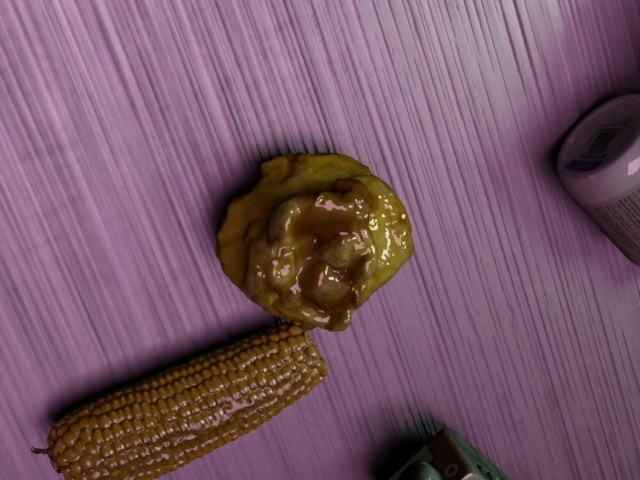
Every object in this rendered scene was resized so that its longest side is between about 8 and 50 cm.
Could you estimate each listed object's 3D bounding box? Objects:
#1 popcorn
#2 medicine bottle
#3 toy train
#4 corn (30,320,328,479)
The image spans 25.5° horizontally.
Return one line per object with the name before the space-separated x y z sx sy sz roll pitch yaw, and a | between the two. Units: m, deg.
popcorn | 0.001 0.004 1.401 0.198 0.155 0.197 -12 121 -22
medicine bottle | 0.363 -0.042 1.504 0.135 0.135 0.215 -47 114 1
toy train | 0.191 0.329 1.563 0.129 0.159 0.326 -46 118 4
corn | -0.139 0.177 1.444 0.310 0.101 0.101 -22 112 -12
